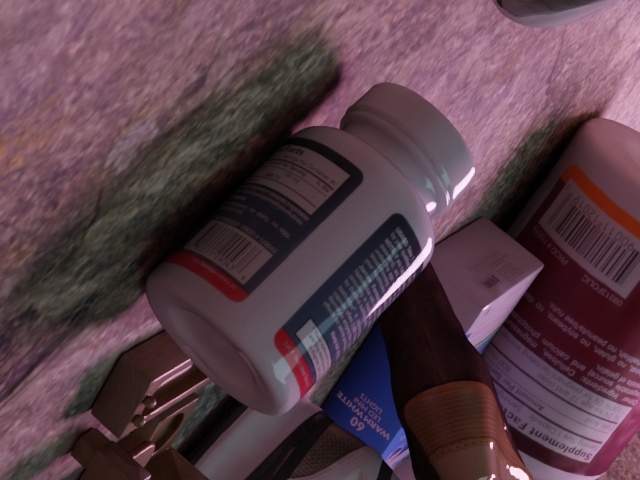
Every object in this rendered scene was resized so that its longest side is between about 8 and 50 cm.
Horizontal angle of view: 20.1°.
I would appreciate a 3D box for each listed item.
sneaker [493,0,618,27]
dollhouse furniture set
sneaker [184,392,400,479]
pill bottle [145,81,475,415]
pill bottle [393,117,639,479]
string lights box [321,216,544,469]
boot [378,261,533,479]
[{"bbox_3d":[0.205,-0.217,1.105,0.297,0.111,0.129,-43,170,-25],"label":"sneaker"},{"bbox_3d":[-0.069,0.140,1.126,0.144,0.123,0.151,-29,155,-56],"label":"dollhouse furniture set"},{"bbox_3d":[-0.081,0.337,1.315,0.447,0.257,0.169,-48,169,-8],"label":"sneaker"},{"bbox_3d":[0.000,0.000,1.009,0.180,0.108,0.108,-45,165,-20],"label":"pill bottle"},{"bbox_3d":[0.239,0.097,1.769,0.392,0.224,0.224,-55,165,20],"label":"pill bottle"},{"bbox_3d":[0.086,0.113,1.641,0.133,0.077,0.260,-28,154,-56],"label":"string lights box"},{"bbox_3d":[0.093,0.104,1.385,0.090,0.207,0.248,-17,163,0],"label":"boot"}]
